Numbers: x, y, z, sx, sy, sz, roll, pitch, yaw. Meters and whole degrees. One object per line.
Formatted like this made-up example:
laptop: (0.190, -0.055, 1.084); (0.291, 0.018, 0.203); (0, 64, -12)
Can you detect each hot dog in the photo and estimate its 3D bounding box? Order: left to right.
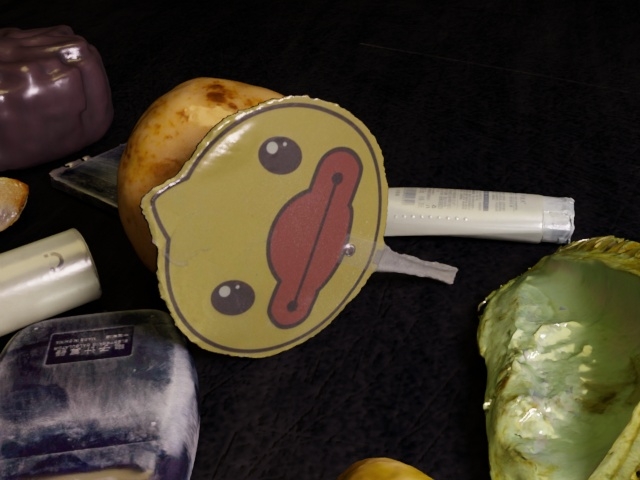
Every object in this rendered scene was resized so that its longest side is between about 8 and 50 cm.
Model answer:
hot dog: (-0.392, -0.026, 0.889); (0.078, 0.061, 0.169); (51, 30, 16)

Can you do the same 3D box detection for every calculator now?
calculator: (-0.185, 0.129, 0.654); (0.177, 0.040, 0.268); (-6, 26, -8)
calculator: (-0.185, -0.066, 0.983); (0.261, 0.021, 0.161); (23, 39, 34)

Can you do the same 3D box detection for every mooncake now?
mooncake: (-0.428, -0.201, 1.105); (0.282, 0.141, 0.283); (-3, 30, 2)

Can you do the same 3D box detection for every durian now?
durian: (0.233, 0.105, 0.644); (0.198, 0.163, 0.394); (-37, 21, 18)

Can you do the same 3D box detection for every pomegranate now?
pomegranate: (-0.086, -0.045, 0.787); (0.215, 0.215, 0.215); (-1, 32, 1)

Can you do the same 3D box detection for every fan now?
fan: (0.001, 0.000, 0.709); (0.334, 0.230, 0.011); (13, 10, -36)

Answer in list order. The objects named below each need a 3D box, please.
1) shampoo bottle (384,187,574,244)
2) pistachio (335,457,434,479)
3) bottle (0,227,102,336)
shampoo bottle: (0.159, -0.026, 0.873); (0.212, 0.049, 0.072); (4, 28, 12)
pistachio: (0.048, 0.194, 0.469); (0.100, 0.110, 0.189); (18, 18, -34)
bottle: (-0.304, 0.055, 0.736); (0.201, 0.072, 0.072); (-22, 37, -26)
